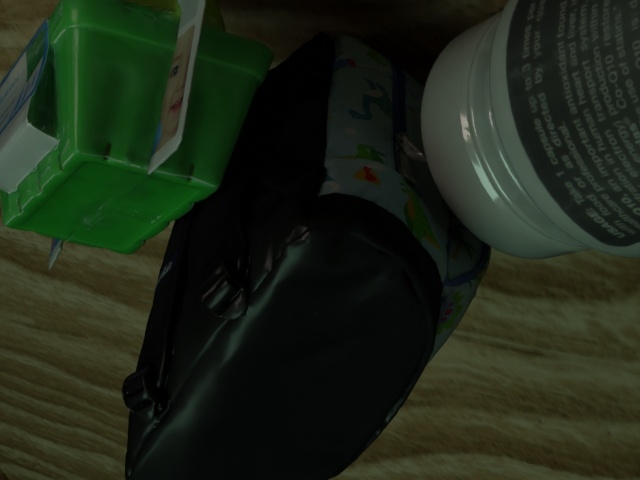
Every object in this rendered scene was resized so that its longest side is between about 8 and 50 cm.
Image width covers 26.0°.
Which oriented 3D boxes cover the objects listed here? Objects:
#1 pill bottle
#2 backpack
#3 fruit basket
[{"bbox_3d":[0.230,-0.102,0.813,0.204,0.204,0.361,50,149,-14],"label":"pill bottle"},{"bbox_3d":[0.000,0.000,1.057,0.273,0.355,0.290,19,126,-24],"label":"backpack"},{"bbox_3d":[-0.155,-0.182,1.048,0.165,0.353,0.327,7,162,-26],"label":"fruit basket"}]
